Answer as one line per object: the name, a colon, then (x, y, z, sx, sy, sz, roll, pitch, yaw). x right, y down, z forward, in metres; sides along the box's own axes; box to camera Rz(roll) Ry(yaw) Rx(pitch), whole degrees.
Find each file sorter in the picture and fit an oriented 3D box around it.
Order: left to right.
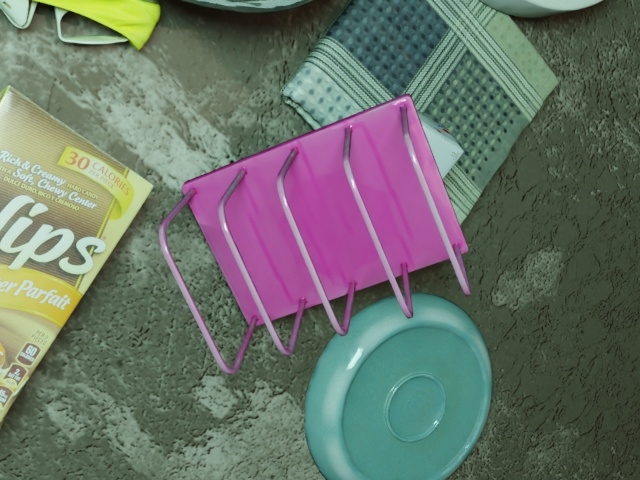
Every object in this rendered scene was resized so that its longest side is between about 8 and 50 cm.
file sorter: (0.000, 0.000, 0.889, 0.290, 0.182, 0.202, -20, 108, 12)

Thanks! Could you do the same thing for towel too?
towel: (0.144, -0.203, 1.079, 0.324, 0.056, 0.312, 41, 77, -25)

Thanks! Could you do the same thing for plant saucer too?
plant saucer: (0.128, 0.234, 1.152, 0.317, 0.043, 0.318, -6, 103, -25)

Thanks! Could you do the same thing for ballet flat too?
ballet flat: (-0.281, -0.252, 0.839, 0.230, 0.077, 0.077, 10, 112, -30)

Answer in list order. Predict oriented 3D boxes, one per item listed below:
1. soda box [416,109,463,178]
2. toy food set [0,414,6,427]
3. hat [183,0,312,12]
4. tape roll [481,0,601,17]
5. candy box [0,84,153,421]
soda box: (0.079, -0.056, 1.005, 0.069, 0.074, 0.216, 27, 111, -22)
toy food set: (-0.404, 0.176, 0.885, 0.122, 0.019, 0.078, 23, 89, -28)
hat: (-0.092, -0.385, 0.871, 0.331, 0.134, 0.332, 0, 91, -10)
tape roll: (0.294, -0.493, 1.058, 0.391, 0.072, 0.392, -2, 95, -28)
candy box: (-0.341, 0.021, 0.839, 0.183, 0.087, 0.317, 36, 79, -28)
